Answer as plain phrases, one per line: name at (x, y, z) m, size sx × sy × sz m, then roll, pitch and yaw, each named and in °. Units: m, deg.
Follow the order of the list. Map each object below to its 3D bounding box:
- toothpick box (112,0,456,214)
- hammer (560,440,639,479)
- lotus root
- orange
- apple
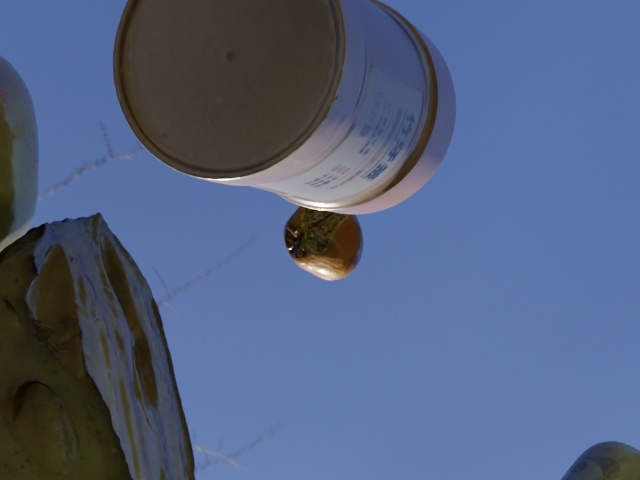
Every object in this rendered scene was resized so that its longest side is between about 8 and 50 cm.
toothpick box at (-0.009, -0.065, 0.566) m, size 0.098 × 0.149 × 0.098 m, roll -2°, pitch -95°, yaw 21°
hammer at (0.294, 0.381, 1.705) m, size 0.113 × 0.305 × 0.202 m, roll 46°, pitch -129°, yaw 7°
lotus root at (-0.239, 0.140, 1.282) m, size 0.142 × 0.210 × 0.314 m, roll -14°, pitch -89°, yaw 20°
orange at (0.000, 0.000, 1.238) m, size 0.062 × 0.086 × 0.086 m, roll -24°, pitch -71°, yaw -23°
apple at (-0.378, -0.081, 1.311) m, size 0.194 × 0.261 × 0.260 m, roll 1°, pitch -79°, yaw -24°
